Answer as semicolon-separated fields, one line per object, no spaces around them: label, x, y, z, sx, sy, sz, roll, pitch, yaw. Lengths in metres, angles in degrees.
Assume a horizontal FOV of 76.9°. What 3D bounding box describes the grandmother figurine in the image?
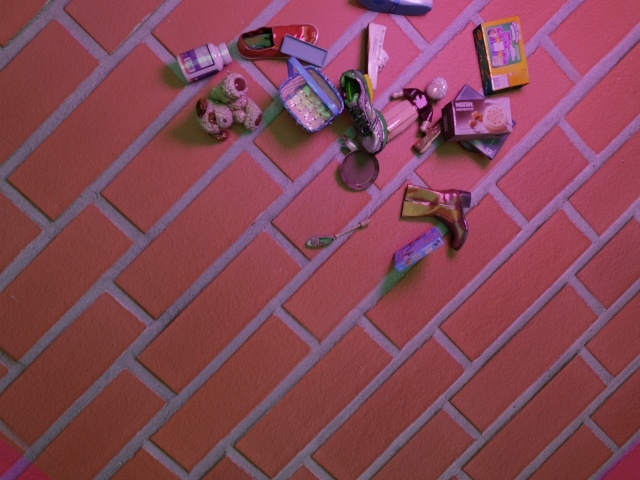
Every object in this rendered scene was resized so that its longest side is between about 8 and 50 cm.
grandmother figurine;0.381;-0.542;1.662;0.342;0.104;0.208;-39;101;1

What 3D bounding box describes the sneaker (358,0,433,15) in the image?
sneaker;0.297;-1.031;1.598;0.318;0.127;0.208;1;97;-15

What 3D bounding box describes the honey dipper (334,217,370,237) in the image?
honey dipper;0.135;-0.049;1.720;0.160;0.030;0.030;-26;97;-1

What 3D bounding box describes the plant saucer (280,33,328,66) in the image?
plant saucer;-0.064;-0.752;1.599;0.192;0.018;0.067;7;120;-31

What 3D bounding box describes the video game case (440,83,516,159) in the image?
video game case;0.658;-0.493;1.678;0.274;0.026;0.196;35;83;-7

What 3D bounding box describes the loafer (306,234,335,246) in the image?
loafer;0.000;0.000;1.707;0.125;0.039;0.045;-11;97;-4

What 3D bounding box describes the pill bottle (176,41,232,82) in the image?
pill bottle;-0.448;-0.699;1.569;0.193;0.108;0.108;-22;97;-3

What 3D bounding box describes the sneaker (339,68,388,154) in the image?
sneaker;0.152;-0.495;1.575;0.134;0.146;0.344;-19;94;37

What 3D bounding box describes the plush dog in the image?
plush dog;-0.384;-0.514;1.556;0.210;0.262;0.225;40;80;26

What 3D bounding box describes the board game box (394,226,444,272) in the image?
board game box;0.399;0.034;1.655;0.211;0.160;0.039;-37;98;19

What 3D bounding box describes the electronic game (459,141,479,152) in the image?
electronic game;0.675;-0.487;1.717;0.229;0.048;0.229;0;88;-9

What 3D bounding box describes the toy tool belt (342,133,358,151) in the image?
toy tool belt;0.115;-0.396;1.676;0.083;0.052;0.051;37;135;-3

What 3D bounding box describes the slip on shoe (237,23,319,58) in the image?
slip on shoe;-0.166;-0.790;1.590;0.331;0.101;0.123;-10;94;-5

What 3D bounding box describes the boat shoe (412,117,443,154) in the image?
boat shoe;0.458;-0.448;1.694;0.060;0.064;0.178;37;94;-9

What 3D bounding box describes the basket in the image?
basket;-0.038;-0.543;1.527;0.201;0.289;0.255;-40;96;1

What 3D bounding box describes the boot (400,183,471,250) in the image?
boot;0.485;-0.098;1.716;0.280;0.096;0.264;5;101;-2

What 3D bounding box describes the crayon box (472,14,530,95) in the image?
crayon box;0.754;-0.768;1.681;0.165;0.081;0.279;-14;96;-4

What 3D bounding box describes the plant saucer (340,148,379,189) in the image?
plant saucer;0.162;-0.298;1.685;0.168;0.029;0.169;-3;110;-9

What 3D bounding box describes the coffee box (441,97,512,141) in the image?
coffee box;0.622;-0.481;1.609;0.246;0.098;0.141;-5;88;-9

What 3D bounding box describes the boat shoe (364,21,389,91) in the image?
boat shoe;0.231;-0.737;1.630;0.096;0.098;0.277;2;94;-4
